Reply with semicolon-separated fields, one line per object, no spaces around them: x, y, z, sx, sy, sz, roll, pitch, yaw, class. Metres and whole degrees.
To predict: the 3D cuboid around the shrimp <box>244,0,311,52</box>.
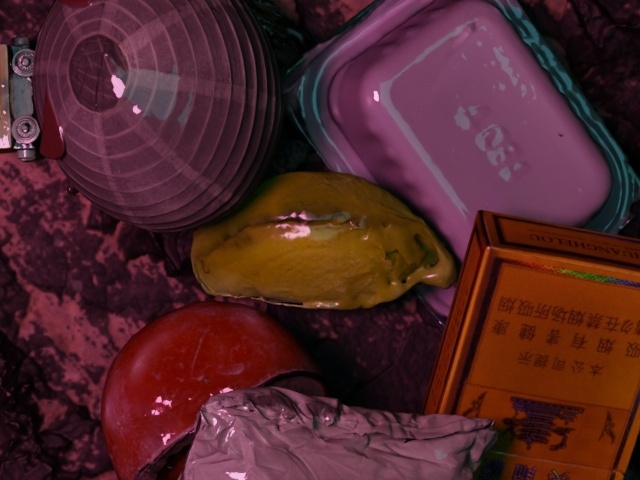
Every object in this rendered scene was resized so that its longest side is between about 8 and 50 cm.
-0.082;-0.278;1.820;0.217;0.051;0.150;37;74;-6;shrimp

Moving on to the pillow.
-0.015;0.250;1.671;0.310;0.138;0.283;11;121;-31;pillow

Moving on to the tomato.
-0.113;0.139;1.737;0.214;0.181;0.155;-28;65;-13;tomato

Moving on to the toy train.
-0.300;-0.134;1.777;0.081;0.050;0.122;-4;86;1;toy train

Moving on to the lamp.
-0.153;-0.141;1.705;0.233;0.233;0.265;3;82;-8;lamp

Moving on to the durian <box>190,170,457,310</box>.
0.000;0.000;1.767;0.250;0.139;0.101;-6;44;8;durian

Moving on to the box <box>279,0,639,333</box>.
0.150;-0.098;1.805;0.264;0.106;0.337;-37;94;-9;box

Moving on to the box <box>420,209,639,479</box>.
0.206;0.134;1.745;0.193;0.084;0.301;10;116;-7;box
